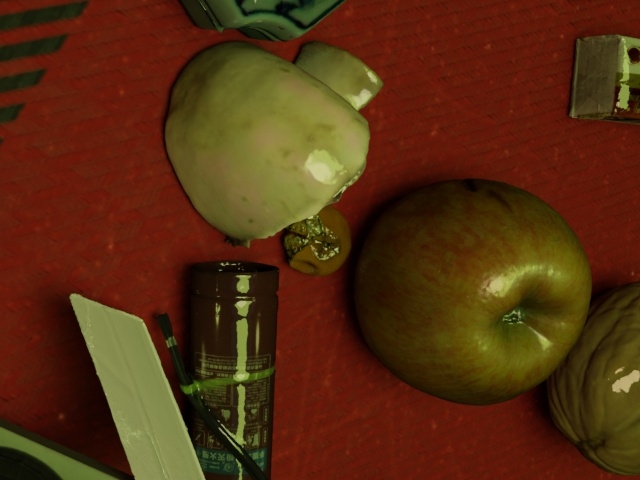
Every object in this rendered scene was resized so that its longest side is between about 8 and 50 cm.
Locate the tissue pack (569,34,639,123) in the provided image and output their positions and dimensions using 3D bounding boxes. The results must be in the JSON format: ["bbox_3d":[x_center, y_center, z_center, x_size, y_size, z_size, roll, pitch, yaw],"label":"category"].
[{"bbox_3d":[0.409,-0.202,1.450,0.149,0.099,0.106,2,95,-28],"label":"tissue pack"}]

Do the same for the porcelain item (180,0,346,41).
[{"bbox_3d":[-0.050,-0.367,1.154,0.286,0.157,0.281,-39,114,-18],"label":"porcelain item"}]

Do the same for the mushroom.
[{"bbox_3d":[-0.046,-0.130,1.181,0.173,0.162,0.236,47,73,-26],"label":"mushroom"}]

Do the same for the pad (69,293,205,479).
[{"bbox_3d":[-0.173,0.164,1.114,0.004,0.156,0.232,-29,68,10],"label":"pad"}]

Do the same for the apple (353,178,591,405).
[{"bbox_3d":[0.178,0.059,1.281,0.264,0.264,0.264,-4,98,-28],"label":"apple"}]

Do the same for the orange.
[{"bbox_3d":[0.000,0.000,1.280,0.086,0.062,0.086,-5,100,-30],"label":"orange"}]

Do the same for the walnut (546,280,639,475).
[{"bbox_3d":[0.410,0.171,1.440,0.261,0.225,0.225,-48,115,-20],"label":"walnut"}]

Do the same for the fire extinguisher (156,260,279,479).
[{"bbox_3d":[-0.112,0.196,1.229,0.142,0.105,0.341,3,96,3],"label":"fire extinguisher"}]

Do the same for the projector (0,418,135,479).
[{"bbox_3d":[-0.307,0.311,1.060,0.257,0.259,0.079,-70,160,-4],"label":"projector"}]
